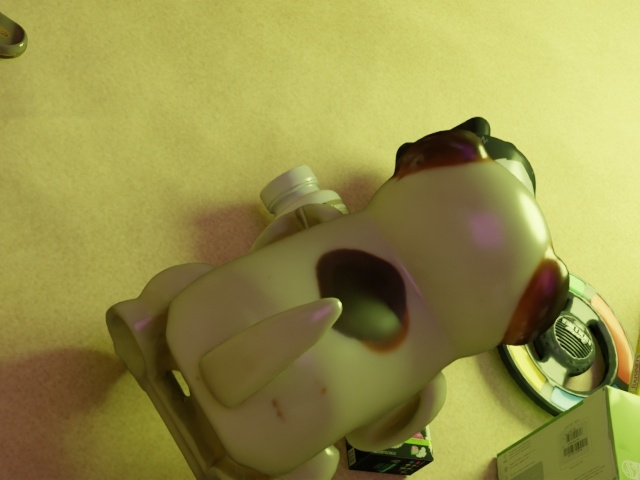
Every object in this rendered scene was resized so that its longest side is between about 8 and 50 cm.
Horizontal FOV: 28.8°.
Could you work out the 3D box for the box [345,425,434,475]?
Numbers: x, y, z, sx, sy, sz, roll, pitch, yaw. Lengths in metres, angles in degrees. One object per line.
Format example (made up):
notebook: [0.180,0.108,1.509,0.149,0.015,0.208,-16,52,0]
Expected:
box: [0.076,0.223,1.390,0.083,0.052,0.062,11,56,-27]

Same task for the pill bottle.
pill bottle: [0.000,0.000,1.459,0.094,0.094,0.169,-21,74,-41]

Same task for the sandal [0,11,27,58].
sandal: [-0.407,-0.266,1.393,0.180,0.049,0.072,27,49,-17]

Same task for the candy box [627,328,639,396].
candy box: [0.440,0.217,1.603,0.105,0.027,0.205,18,78,-20]

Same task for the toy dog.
toy dog: [0.031,0.055,1.207,0.408,0.395,0.284,-29,69,-20]

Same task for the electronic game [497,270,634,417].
electronic game: [0.318,0.133,1.619,0.229,0.048,0.229,17,52,-24]

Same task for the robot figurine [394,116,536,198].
robot figurine: [0.182,-0.021,1.541,0.209,0.173,0.278,10,51,0]

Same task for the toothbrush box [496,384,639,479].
toothbrush box: [0.379,0.293,1.444,0.283,0.206,0.122,19,51,-22]
